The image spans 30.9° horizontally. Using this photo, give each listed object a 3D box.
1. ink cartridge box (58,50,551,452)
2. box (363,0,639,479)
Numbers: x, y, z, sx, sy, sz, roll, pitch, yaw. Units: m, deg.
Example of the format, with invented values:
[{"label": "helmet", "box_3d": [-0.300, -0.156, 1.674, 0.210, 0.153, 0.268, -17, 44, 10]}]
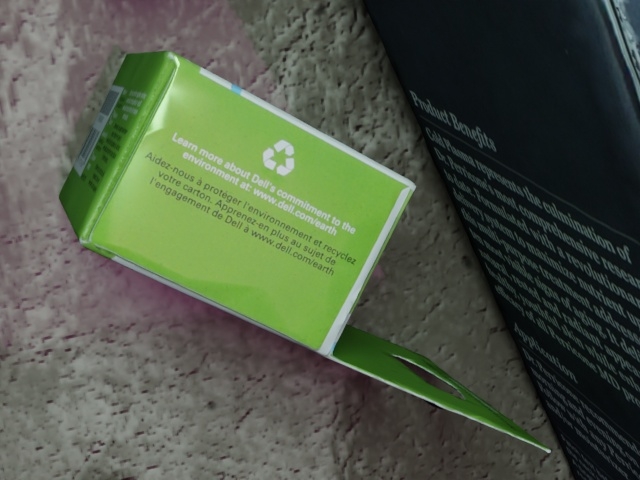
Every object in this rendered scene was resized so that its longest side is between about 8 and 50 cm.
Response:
[{"label": "ink cartridge box", "box_3d": [0.000, 0.000, 0.620, 0.255, 0.189, 0.097, 25, 91, -18]}, {"label": "box", "box_3d": [0.319, -0.094, 0.591, 0.480, 0.297, 0.471, -30, 117, -7]}]
